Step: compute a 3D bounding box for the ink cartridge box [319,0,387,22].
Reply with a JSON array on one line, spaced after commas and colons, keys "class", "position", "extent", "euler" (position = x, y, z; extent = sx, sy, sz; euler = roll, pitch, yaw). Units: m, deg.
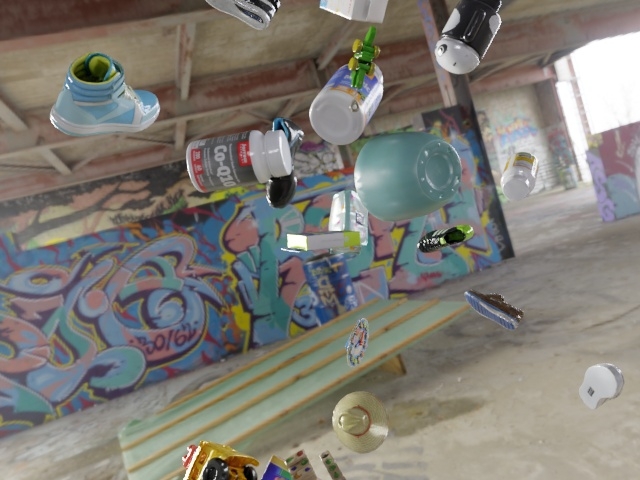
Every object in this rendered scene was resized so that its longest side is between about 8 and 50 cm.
[{"class": "ink cartridge box", "position": [0.079, -0.527, 1.088], "extent": [0.090, 0.092, 0.143], "euler": [-11, 38, -34]}]

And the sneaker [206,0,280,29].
[{"class": "sneaker", "position": [-0.207, -0.638, 1.299], "extent": [0.121, 0.217, 0.079], "euler": [-63, 11, -27]}]

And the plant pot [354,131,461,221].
[{"class": "plant pot", "position": [0.290, -0.205, 1.582], "extent": [0.293, 0.293, 0.235], "euler": [-17, 10, -29]}]

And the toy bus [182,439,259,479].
[{"class": "toy bus", "position": [-0.304, 0.652, 1.365], "extent": [0.211, 0.220, 0.149], "euler": [11, -19, 39]}]

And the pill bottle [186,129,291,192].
[{"class": "pill bottle", "position": [-0.241, -0.243, 1.533], "extent": [0.283, 0.161, 0.161], "euler": [-8, 3, 9]}]

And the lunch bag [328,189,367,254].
[{"class": "lunch bag", "position": [0.116, -0.070, 2.109], "extent": [0.160, 0.223, 0.262], "euler": [3, -14, 0]}]

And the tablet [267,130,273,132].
[{"class": "tablet", "position": [-0.184, -0.446, 2.169], "extent": [0.083, 0.054, 0.006], "euler": [-5, 44, -6]}]

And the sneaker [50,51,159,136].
[{"class": "sneaker", "position": [-0.519, -0.387, 1.314], "extent": [0.208, 0.127, 0.319], "euler": [-51, -9, 36]}]

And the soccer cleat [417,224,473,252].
[{"class": "soccer cleat", "position": [0.346, -0.004, 1.447], "extent": [0.179, 0.060, 0.072], "euler": [-22, -1, 38]}]

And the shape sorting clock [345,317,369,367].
[{"class": "shape sorting clock", "position": [0.159, 0.424, 2.102], "extent": [0.040, 0.206, 0.206], "euler": [8, 14, 29]}]

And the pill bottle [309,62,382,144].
[{"class": "pill bottle", "position": [0.084, -0.392, 1.396], "extent": [0.152, 0.152, 0.272], "euler": [-15, 32, 35]}]

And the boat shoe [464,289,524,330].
[{"class": "boat shoe", "position": [0.503, 0.190, 1.472], "extent": [0.066, 0.066, 0.183], "euler": [-39, 46, -15]}]

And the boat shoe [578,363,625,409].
[{"class": "boat shoe", "position": [0.835, 0.417, 1.478], "extent": [0.088, 0.096, 0.267], "euler": [-26, -39, -5]}]

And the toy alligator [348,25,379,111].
[{"class": "toy alligator", "position": [0.088, -0.390, 1.163], "extent": [0.056, 0.190, 0.051], "euler": [8, 14, -23]}]

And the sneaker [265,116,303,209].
[{"class": "sneaker", "position": [-0.157, -0.287, 1.881], "extent": [0.125, 0.341, 0.139], "euler": [3, -7, 22]}]

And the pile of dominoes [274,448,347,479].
[{"class": "pile of dominoes", "position": [-0.034, 0.614, 1.250], "extent": [0.196, 0.040, 0.251], "euler": [-26, 17, -13]}]

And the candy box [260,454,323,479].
[{"class": "candy box", "position": [-0.087, 0.838, 1.473], "extent": [0.268, 0.317, 0.122], "euler": [21, -24, 18]}]

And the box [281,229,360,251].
[{"class": "box", "position": [0.000, 0.000, 1.302], "extent": [0.178, 0.042, 0.109], "euler": [-5, 5, -29]}]

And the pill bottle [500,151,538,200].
[{"class": "pill bottle", "position": [0.833, -0.265, 2.132], "extent": [0.136, 0.136, 0.246], "euler": [-15, 23, 35]}]

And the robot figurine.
[{"class": "robot figurine", "position": [0.519, -0.731, 1.795], "extent": [0.173, 0.278, 0.209], "euler": [32, 7, 38]}]

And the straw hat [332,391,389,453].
[{"class": "straw hat", "position": [0.075, 0.406, 1.141], "extent": [0.144, 0.144, 0.061], "euler": [-15, -27, 27]}]
